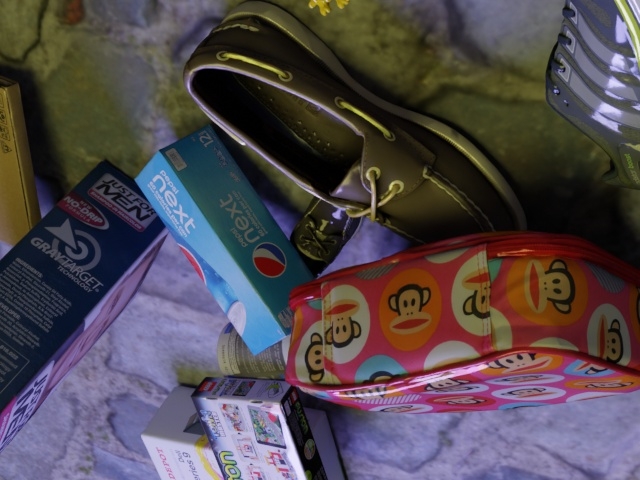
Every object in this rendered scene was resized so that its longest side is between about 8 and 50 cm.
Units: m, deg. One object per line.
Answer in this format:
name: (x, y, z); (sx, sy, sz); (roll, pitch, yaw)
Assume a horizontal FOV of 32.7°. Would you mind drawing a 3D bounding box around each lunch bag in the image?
lunch bag: (0.142, 0.089, 0.947); (0.293, 0.120, 0.258); (-14, 157, 39)

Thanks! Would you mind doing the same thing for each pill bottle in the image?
pill bottle: (-0.036, 0.115, 1.155); (0.137, 0.078, 0.078); (-10, 121, 38)

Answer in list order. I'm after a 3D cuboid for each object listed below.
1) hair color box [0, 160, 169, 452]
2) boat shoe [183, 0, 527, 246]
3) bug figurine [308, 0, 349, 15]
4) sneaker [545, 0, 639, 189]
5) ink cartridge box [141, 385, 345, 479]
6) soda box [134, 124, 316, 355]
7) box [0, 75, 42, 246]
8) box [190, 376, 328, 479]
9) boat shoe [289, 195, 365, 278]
hair color box: (-0.294, 0.092, 1.093); (0.105, 0.347, 0.174); (36, 137, -1)
boat shoe: (0.029, -0.073, 0.935); (0.324, 0.097, 0.116); (38, 136, -4)
bug figurine: (0.010, -0.289, 0.774); (0.216, 0.072, 0.279); (-17, 122, 47)
sneaker: (0.201, -0.145, 0.764); (0.121, 0.111, 0.300); (-9, 120, 41)
ink cartridge box: (-0.089, 0.271, 1.315); (0.212, 0.093, 0.154); (7, 131, 28)
soda box: (-0.085, 0.000, 1.047); (0.210, 0.067, 0.071); (56, 143, 2)
box: (-0.371, -0.096, 1.175); (0.164, 0.021, 0.201); (21, 129, 29)
box: (-0.055, 0.241, 1.179); (0.114, 0.036, 0.207); (0, 121, 29)
boat shoe: (0.000, 0.000, 1.052); (0.056, 0.049, 0.152); (30, 138, 3)
